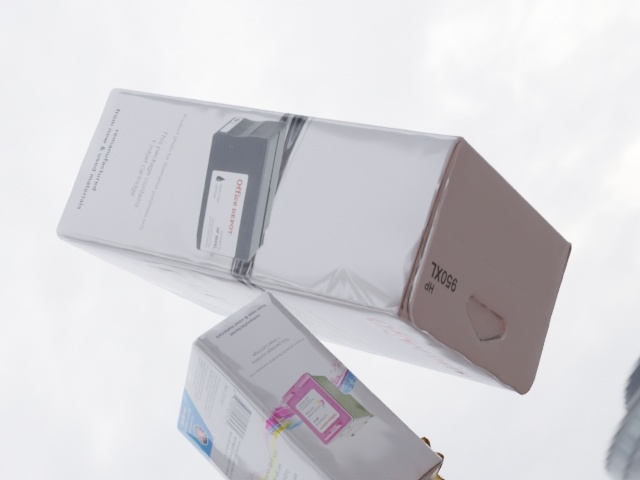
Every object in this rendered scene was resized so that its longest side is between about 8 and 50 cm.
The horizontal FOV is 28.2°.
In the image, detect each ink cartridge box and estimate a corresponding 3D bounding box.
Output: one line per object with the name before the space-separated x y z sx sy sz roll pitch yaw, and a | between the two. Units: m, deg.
ink cartridge box | -0.009 0.100 0.619 0.052 0.122 0.088 -33 -24 -32
ink cartridge box | 0.000 0.000 1.215 0.285 0.395 0.166 33 -107 -54

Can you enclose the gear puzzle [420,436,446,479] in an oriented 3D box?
gear puzzle | 0.026 0.335 1.180 0.044 0.175 0.338 26 -91 -40
